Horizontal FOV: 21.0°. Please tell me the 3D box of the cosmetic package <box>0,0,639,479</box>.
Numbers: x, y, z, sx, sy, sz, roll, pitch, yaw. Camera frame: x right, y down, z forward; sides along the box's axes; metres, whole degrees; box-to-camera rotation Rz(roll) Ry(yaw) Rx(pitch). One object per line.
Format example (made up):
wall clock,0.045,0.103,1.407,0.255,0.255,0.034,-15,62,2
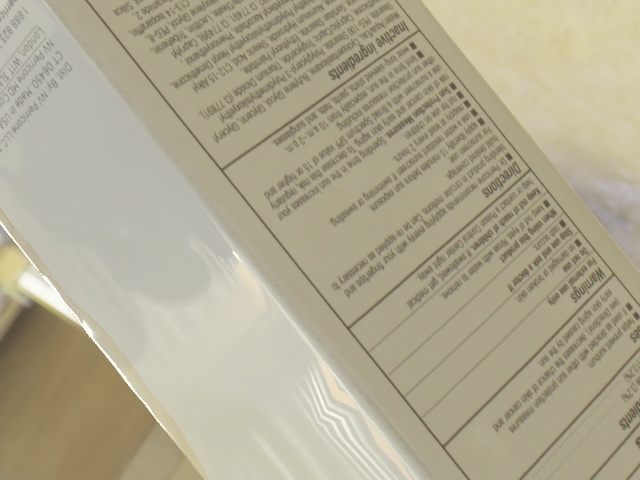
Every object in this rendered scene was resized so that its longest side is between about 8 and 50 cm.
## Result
cosmetic package,0.000,0.000,0.663,0.309,0.160,0.113,53,138,0
